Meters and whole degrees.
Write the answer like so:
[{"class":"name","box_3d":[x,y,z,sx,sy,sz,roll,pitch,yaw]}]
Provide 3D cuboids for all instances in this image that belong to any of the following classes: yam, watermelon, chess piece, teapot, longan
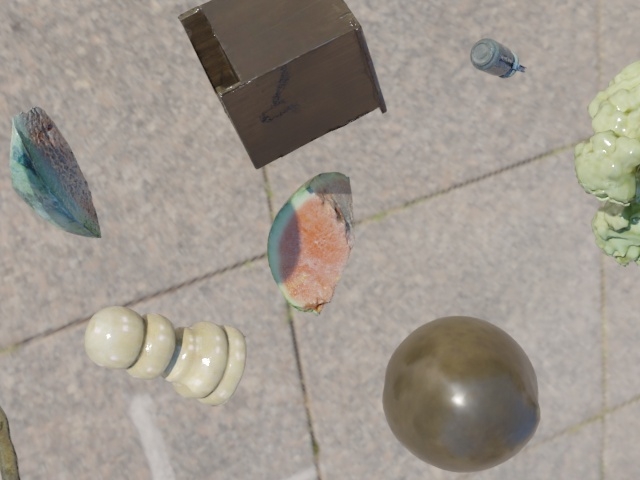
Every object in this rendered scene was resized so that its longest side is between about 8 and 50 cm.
[{"class":"yam","box_3d":[-0.410,0.248,1.445,0.029,0.234,0.027,29,103,-36]},{"class":"watermelon","box_3d":[-0.332,-0.077,1.398,0.094,0.081,0.180,-33,108,-45]},{"class":"chess piece","box_3d":[-0.262,0.181,1.840,0.261,0.143,0.142,18,105,-35]},{"class":"teapot","box_3d":[0.266,-0.272,1.678,0.083,0.064,0.049,7,76,-52]},{"class":"watermelon","box_3d":[-0.014,-0.013,1.787,0.128,0.146,0.231,20,122,-3]},{"class":"longan","box_3d":[0.222,0.239,1.755,0.258,0.258,0.258,-12,119,-22]}]

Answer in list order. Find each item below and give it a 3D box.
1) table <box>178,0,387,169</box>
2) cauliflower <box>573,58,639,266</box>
[{"class":"table","box_3d":[-0.048,-0.228,1.473,0.193,0.169,0.172,-27,144,-3]},{"class":"cauliflower","box_3d":[0.305,-0.033,0.797,0.281,0.260,0.327,-19,160,-36]}]
